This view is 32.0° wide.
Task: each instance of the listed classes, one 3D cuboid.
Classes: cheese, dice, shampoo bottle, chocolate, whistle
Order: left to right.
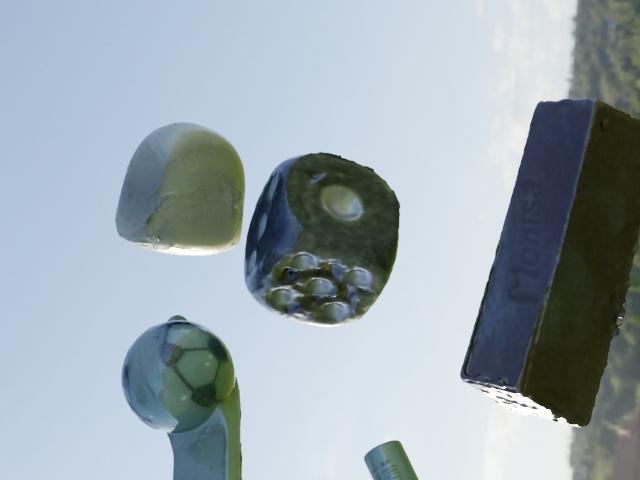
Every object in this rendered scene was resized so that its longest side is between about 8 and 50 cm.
[{"bbox_3d":[-0.184,0.204,1.449,0.290,0.163,0.163,-98,-2,-48],"label":"whistle"},{"bbox_3d":[-0.198,-0.079,1.647,0.198,0.154,0.189,2,-63,-37],"label":"cheese"},{"bbox_3d":[0.000,0.000,1.570,0.183,0.181,0.182,121,160,-44],"label":"dice"},{"bbox_3d":[0.117,0.349,1.404,0.195,0.056,0.056,65,-179,28],"label":"shampoo bottle"},{"bbox_3d":[0.234,0.009,1.083,0.112,0.112,0.321,26,-102,-34],"label":"chocolate"}]
